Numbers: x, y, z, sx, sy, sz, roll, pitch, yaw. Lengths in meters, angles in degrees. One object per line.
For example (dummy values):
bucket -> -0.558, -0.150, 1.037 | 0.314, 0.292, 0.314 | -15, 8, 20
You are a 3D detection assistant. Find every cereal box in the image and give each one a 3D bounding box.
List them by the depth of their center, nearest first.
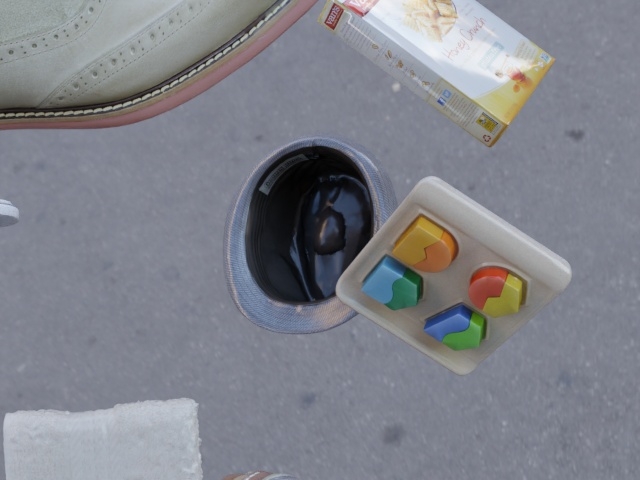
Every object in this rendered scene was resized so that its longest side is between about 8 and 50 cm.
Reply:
cereal box -> 0.135, -0.227, 1.151 | 0.240, 0.047, 0.173 | 37, 46, 2

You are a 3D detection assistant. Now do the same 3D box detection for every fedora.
fedora -> 0.000, 0.000, 1.357 | 0.243, 0.124, 0.275 | -8, 72, 20

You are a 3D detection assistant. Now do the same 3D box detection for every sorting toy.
sorting toy -> 0.138, 0.050, 1.113 | 0.193, 0.208, 0.038 | 33, 41, -5

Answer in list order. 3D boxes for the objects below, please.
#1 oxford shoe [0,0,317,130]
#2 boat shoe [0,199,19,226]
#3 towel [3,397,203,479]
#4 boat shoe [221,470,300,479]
oxford shoe -> -0.179, -0.152, 0.626 | 0.397, 0.146, 0.140 | -20, 58, 4
boat shoe -> -0.690, -0.081, 1.874 | 0.267, 0.096, 0.088 | 5, 71, -7
towel -> -0.196, 0.295, 0.967 | 0.187, 0.049, 0.282 | -4, 89, -9
boat shoe -> -0.035, 0.406, 1.392 | 0.116, 0.324, 0.123 | 10, 52, 38
